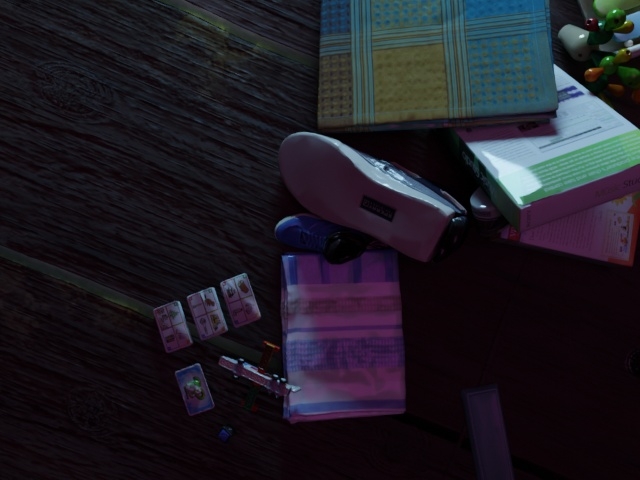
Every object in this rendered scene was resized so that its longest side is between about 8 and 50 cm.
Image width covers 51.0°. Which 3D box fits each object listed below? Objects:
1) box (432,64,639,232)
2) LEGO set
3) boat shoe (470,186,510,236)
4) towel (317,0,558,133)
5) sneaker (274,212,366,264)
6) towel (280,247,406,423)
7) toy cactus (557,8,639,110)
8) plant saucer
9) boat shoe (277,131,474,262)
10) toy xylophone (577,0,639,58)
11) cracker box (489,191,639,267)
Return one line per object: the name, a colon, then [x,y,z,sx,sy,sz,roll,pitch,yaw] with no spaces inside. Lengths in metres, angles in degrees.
box: [0.334,-0.159,1.043,0.232,0.322,0.058,-19,131,-4]
LEGO set: [-0.150,0.196,1.091,0.182,0.060,0.244,-22,84,16]
boat shoe: [0.319,-0.089,1.069,0.219,0.077,0.070,-38,132,-20]
towel: [0.178,-0.304,1.075,0.370,0.040,0.272,-2,75,14]
sneaker: [0.000,-0.001,1.094,0.152,0.084,0.058,6,115,-5]
towel: [0.037,0.156,1.120,0.209,0.034,0.285,-2,87,-5]
toy cactus: [0.459,-0.299,1.125,0.112,0.219,0.180,-33,49,4]
plant saucer: [0.287,0.343,1.134,0.067,0.018,0.192,-10,88,-4]
boat shoe: [0.096,-0.076,1.105,0.340,0.158,0.127,34,113,23]
toy xylophone: [0.533,-0.480,1.167,0.236,0.081,0.323,-28,89,-5]
cracker box: [0.418,-0.053,1.141,0.232,0.067,0.156,13,85,-4]
